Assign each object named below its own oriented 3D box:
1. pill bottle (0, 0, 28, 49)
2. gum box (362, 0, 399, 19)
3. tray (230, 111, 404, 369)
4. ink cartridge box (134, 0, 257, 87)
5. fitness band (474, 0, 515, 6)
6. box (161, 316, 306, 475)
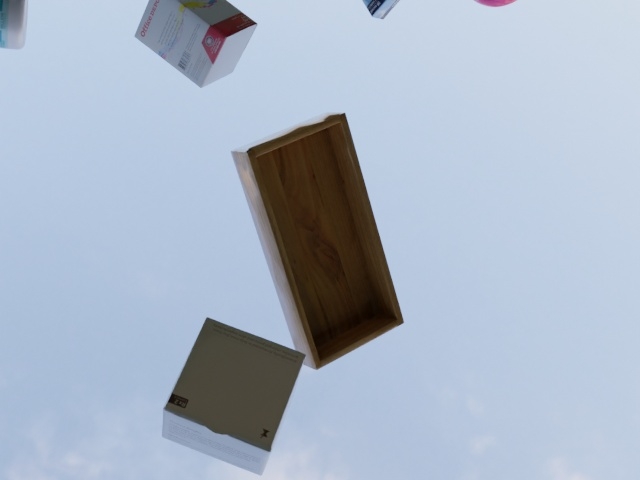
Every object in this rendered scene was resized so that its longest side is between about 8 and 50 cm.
[{"bbox_3d":[-0.746,-0.481,2.032,0.264,0.146,0.146,3,-137,-14],"label":"pill bottle"},{"bbox_3d":[0.123,-0.571,1.988,0.041,0.157,0.184,-1,-124,-46],"label":"gum box"},{"bbox_3d":[0.000,0.000,1.745,0.202,0.411,0.076,-25,-160,-26],"label":"tray"},{"bbox_3d":[-0.242,-0.409,1.899,0.176,0.128,0.127,38,-144,6],"label":"ink cartridge box"},{"bbox_3d":[0.383,-0.645,2.189,0.054,0.209,0.291,31,-160,-49],"label":"fitness band"},{"bbox_3d":[-0.140,0.251,1.580,0.181,0.119,0.182,21,-123,2],"label":"box"}]
